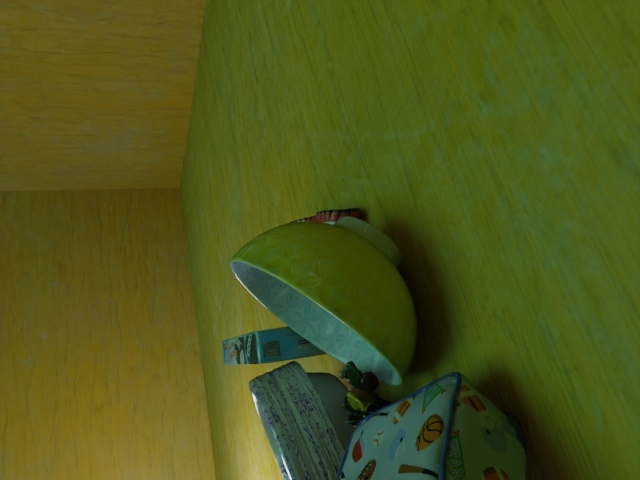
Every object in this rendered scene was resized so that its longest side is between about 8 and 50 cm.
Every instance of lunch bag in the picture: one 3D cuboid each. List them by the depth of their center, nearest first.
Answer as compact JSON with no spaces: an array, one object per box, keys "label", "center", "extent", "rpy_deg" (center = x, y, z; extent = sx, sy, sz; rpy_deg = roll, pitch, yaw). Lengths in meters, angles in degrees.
[{"label":"lunch bag","center":[0.086,0.291,0.497],"extent":[0.243,0.115,0.303],"rpy_deg":[-48,5,39]}]

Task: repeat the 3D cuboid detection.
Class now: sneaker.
[{"label":"sneaker","center":[0.000,0.000,0.897],"extent":[0.225,0.088,0.093],"rpy_deg":[168,97,-68]}]

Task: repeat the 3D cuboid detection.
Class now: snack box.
[{"label":"snack box","center":[-0.075,0.207,0.979],"extent":[0.322,0.187,0.060],"rpy_deg":[147,117,-65]}]

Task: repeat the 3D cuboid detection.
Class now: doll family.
[{"label":"doll family","center":[0.091,0.260,0.704],"extent":[0.193,0.076,0.111],"rpy_deg":[43,160,-6]}]

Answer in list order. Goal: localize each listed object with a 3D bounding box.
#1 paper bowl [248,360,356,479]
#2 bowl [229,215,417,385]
[{"label":"paper bowl","center":[-0.005,0.343,0.830],"extent":[0.284,0.148,0.284],"rpy_deg":[57,159,37]},{"label":"bowl","center":[0.030,0.060,0.703],"extent":[0.156,0.289,0.289],"rpy_deg":[-54,13,-19]}]
